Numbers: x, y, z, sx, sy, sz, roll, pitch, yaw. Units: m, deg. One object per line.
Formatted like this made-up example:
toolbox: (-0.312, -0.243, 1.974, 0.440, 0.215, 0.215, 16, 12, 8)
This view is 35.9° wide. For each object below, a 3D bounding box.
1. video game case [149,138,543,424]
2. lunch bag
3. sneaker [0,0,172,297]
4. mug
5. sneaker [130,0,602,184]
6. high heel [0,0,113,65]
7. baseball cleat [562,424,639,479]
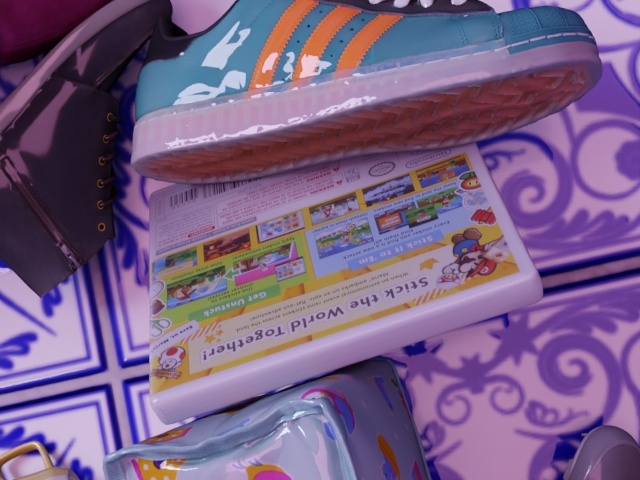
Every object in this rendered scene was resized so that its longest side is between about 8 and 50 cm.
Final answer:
video game case: (0.000, 0.000, 0.621, 0.227, 0.026, 0.206, -19, 38, 5)
lunch bag: (0.008, 0.213, 0.564, 0.160, 0.223, 0.262, -20, 83, 12)
sneaker: (-0.161, -0.072, 0.700, 0.118, 0.083, 0.222, 44, 83, -11)
mug: (-0.198, 0.180, 0.679, 0.064, 0.062, 0.078, -26, 88, -4)
sneaker: (0.014, -0.118, 0.610, 0.302, 0.108, 0.121, -7, 76, 20)
high heel: (-0.317, -0.269, 0.740, 0.181, 0.127, 0.377, -26, 73, -29)
baseball cleat: (0.196, 0.220, 0.598, 0.072, 0.109, 0.206, 0, 91, -27)
